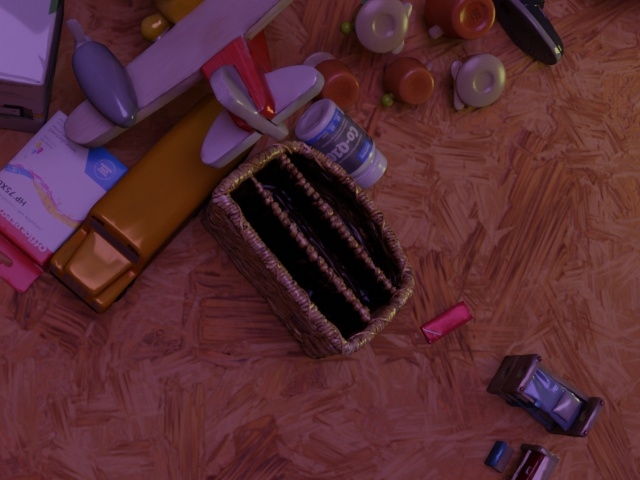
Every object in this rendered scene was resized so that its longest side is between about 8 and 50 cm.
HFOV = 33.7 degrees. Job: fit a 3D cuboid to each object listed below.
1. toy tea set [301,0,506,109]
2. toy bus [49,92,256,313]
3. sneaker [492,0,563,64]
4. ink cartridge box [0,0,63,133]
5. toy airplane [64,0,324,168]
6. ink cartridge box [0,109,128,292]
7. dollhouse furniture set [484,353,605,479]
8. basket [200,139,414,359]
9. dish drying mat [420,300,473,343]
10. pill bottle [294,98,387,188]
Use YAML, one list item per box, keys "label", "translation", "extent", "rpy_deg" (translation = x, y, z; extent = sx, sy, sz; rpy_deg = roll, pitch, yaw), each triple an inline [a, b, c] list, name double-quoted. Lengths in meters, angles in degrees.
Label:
- label: "toy tea set"
  translation: [0.128, -0.303, 1.657]
  extent: [0.335, 0.124, 0.200]
  rpy_deg: [-7, 113, -16]
- label: "toy bus"
  translation: [-0.233, -0.054, 1.501]
  extent: [0.108, 0.130, 0.333]
  rpy_deg: [42, 61, -3]
- label: "sneaker"
  translation: [0.344, -0.398, 1.710]
  extent: [0.118, 0.083, 0.222]
  rpy_deg: [-38, 90, -15]
- label: "ink cartridge box"
  translation: [-0.416, -0.277, 1.437]
  extent: [0.117, 0.278, 0.202]
  rpy_deg: [9, 80, -13]
- label: "toy airplane"
  translation: [-0.157, -0.292, 1.397]
  extent: [0.272, 0.384, 0.386]
  rpy_deg: [42, 65, -40]
- label: "ink cartridge box"
  translation: [-0.399, -0.053, 1.509]
  extent: [0.134, 0.078, 0.231]
  rpy_deg: [40, 77, -4]
- label: "dollhouse furniture set"
  translation: [0.308, 0.282, 1.580]
  extent: [0.129, 0.129, 0.184]
  rpy_deg: [34, 77, -5]
- label: "basket"
  translation: [0.000, 0.000, 1.511]
  extent: [0.213, 0.223, 0.299]
  rpy_deg: [-39, 90, -14]
- label: "dish drying mat"
  translation: [0.196, 0.127, 1.642]
  extent: [0.083, 0.008, 0.032]
  rpy_deg: [-29, 88, -14]
- label: "pill bottle"
  translation: [0.033, -0.143, 1.593]
  extent: [0.137, 0.078, 0.078]
  rpy_deg: [40, 75, -28]
